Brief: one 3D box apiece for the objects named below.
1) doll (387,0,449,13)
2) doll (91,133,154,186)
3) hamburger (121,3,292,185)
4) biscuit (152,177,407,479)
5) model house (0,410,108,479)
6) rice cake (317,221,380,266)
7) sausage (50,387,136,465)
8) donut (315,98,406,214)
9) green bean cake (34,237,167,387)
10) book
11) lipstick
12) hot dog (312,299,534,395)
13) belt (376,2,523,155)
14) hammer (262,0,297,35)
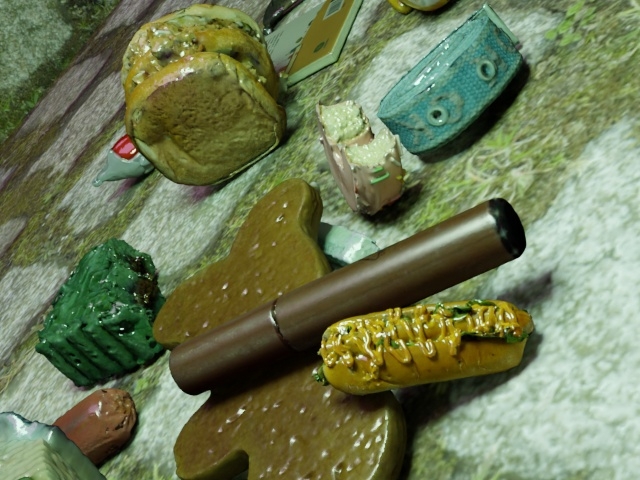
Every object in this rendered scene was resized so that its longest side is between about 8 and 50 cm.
[{"bbox_3d":[0.174,-0.434,1.295,0.270,0.166,0.162,-37,31,13],"label":"doll"},{"bbox_3d":[-0.320,-0.169,1.732,0.227,0.075,0.102,-40,36,-8],"label":"doll"},{"bbox_3d":[-0.164,-0.211,1.421,0.211,0.261,0.245,-111,22,-44],"label":"hamburger"},{"bbox_3d":[-0.033,0.123,0.938,0.283,0.064,0.432,-45,36,5],"label":"biscuit"},{"bbox_3d":[-0.327,0.328,0.914,0.298,0.243,0.284,-36,23,-3],"label":"model house"},{"bbox_3d":[0.000,0.000,1.095,0.043,0.034,0.211,-56,29,-10],"label":"rice cake"},{"bbox_3d":[-0.281,0.231,1.150,0.141,0.076,0.076,-37,29,18],"label":"sausage"},{"bbox_3d":[0.048,-0.085,1.070,0.065,0.117,0.166,-19,38,-6],"label":"donut"},{"bbox_3d":[-0.278,0.080,1.311,0.193,0.107,0.208,-27,32,36],"label":"green bean cake"},{"bbox_3d":[-0.054,-0.316,1.608,0.296,0.020,0.207,-20,38,42],"label":"book"},{"bbox_3d":[0.013,0.057,0.849,0.357,0.057,0.057,-27,33,26],"label":"lipstick"},{"bbox_3d":[0.080,0.082,0.784,0.189,0.055,0.072,-11,47,8],"label":"hot dog"},{"bbox_3d":[0.145,-0.170,1.065,0.163,0.082,0.147,-38,18,24],"label":"belt"},{"bbox_3d":[0.008,-0.475,1.726,0.297,0.027,0.125,-30,37,31],"label":"hammer"}]
